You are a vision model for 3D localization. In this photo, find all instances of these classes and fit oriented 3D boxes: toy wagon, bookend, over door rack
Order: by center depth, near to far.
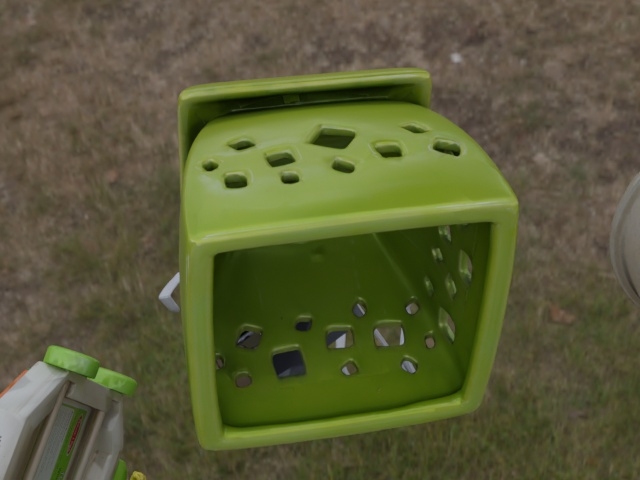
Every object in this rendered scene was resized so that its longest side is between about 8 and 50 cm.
[{"bbox_3d":[-0.023,0.086,1.152,0.156,0.072,0.157,-35,13,-14],"label":"bookend"},{"bbox_3d":[-0.279,0.263,1.250,0.068,0.344,0.267,16,77,14],"label":"toy wagon"},{"bbox_3d":[-0.011,0.107,1.541,0.239,0.324,0.108,-12,49,36],"label":"over door rack"}]

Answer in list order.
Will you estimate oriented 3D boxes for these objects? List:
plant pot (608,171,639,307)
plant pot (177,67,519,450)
[{"bbox_3d":[0.525,0.070,1.307,0.333,0.334,0.305,-4,37,1],"label":"plant pot"},{"bbox_3d":[0.000,0.000,0.881,0.228,0.227,0.207,-7,45,-11],"label":"plant pot"}]
